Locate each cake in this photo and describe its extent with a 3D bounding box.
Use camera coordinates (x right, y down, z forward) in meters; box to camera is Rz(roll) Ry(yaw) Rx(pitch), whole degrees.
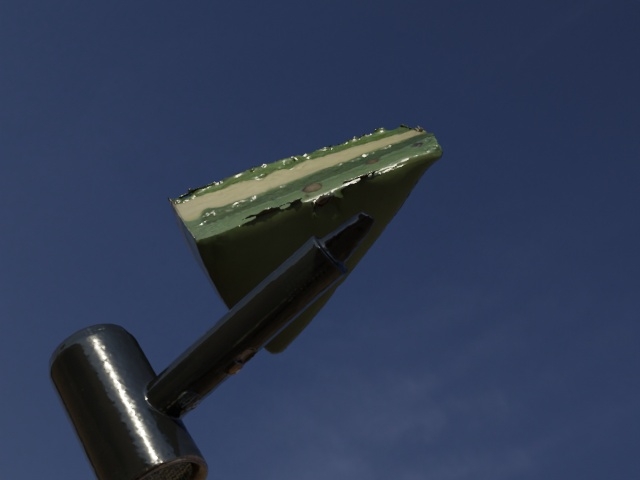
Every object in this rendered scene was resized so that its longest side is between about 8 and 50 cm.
[{"bbox_3d":[0.005,-0.004,1.193,0.283,0.158,0.172,-21,-65,-10],"label":"cake"}]

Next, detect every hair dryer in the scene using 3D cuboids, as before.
[{"bbox_3d":[-0.068,0.059,0.742,0.255,0.128,0.070,-43,-33,7],"label":"hair dryer"}]
